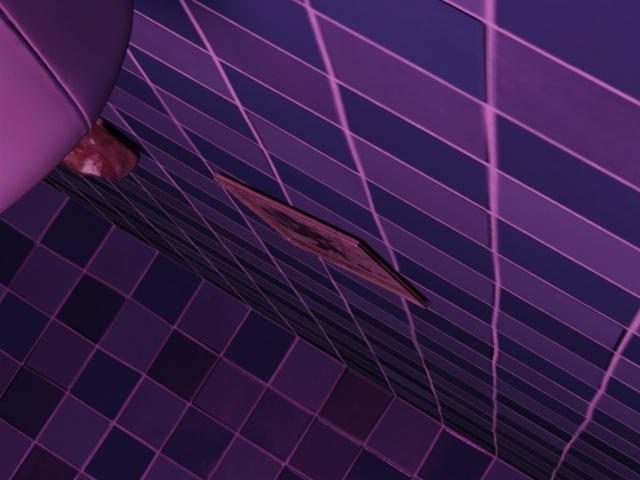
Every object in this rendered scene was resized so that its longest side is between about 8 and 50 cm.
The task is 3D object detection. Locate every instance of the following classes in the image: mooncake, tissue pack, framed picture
[{"bbox_3d":[-0.303,-0.123,1.850,0.130,0.073,0.125,36,170,-37],"label":"mooncake"},{"bbox_3d":[-0.281,-0.167,0.934,0.333,0.236,0.229,26,161,39],"label":"tissue pack"},{"bbox_3d":[0.000,0.000,1.643,0.231,0.010,0.173,26,170,41],"label":"framed picture"}]
